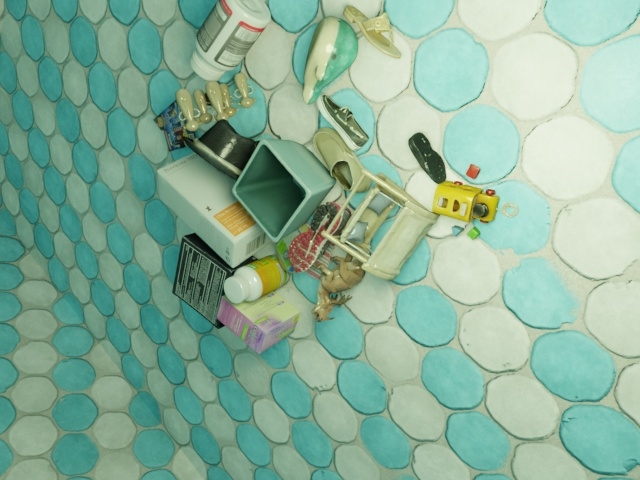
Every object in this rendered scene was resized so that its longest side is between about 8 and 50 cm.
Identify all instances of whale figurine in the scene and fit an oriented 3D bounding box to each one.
[{"bbox_3d":[0.026,-0.550,1.643,0.141,0.216,0.272,14,131,-14],"label":"whale figurine"}]

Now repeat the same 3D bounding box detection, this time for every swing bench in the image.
[{"bbox_3d":[0.188,-0.047,1.640,0.254,0.165,0.253,39,109,22],"label":"swing bench"}]

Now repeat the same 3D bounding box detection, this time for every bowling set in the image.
[{"bbox_3d":[-0.386,-0.504,1.982,0.286,0.200,0.154,-17,96,-5],"label":"bowling set"}]

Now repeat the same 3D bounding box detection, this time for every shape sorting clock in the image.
[{"bbox_3d":[-0.099,0.020,1.970,0.206,0.040,0.206,-3,87,49],"label":"shape sorting clock"}]

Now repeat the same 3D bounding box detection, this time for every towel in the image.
[{"bbox_3d":[-0.017,0.044,1.952,0.144,0.029,0.197,30,121,29],"label":"towel"}]

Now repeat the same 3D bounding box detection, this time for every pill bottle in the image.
[{"bbox_3d":[-0.327,-0.709,1.836,0.318,0.176,0.176,-39,81,38],"label":"pill bottle"},{"bbox_3d":[-0.247,0.151,2.019,0.136,0.245,0.137,13,113,33],"label":"pill bottle"}]

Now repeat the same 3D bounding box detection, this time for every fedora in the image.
[{"bbox_3d":[-0.330,-0.332,1.894,0.334,0.334,0.153,38,95,21],"label":"fedora"}]

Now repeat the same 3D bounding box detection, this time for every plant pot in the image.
[{"bbox_3d":[-0.095,-0.187,1.786,0.247,0.252,0.248,49,127,13],"label":"plant pot"}]

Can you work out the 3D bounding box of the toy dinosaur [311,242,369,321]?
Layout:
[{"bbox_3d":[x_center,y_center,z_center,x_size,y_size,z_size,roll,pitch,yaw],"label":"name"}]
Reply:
[{"bbox_3d":[0.077,0.140,1.853,0.295,0.127,0.200,-32,101,18],"label":"toy dinosaur"}]

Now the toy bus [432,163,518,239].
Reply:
[{"bbox_3d":[0.422,-0.102,1.516,0.202,0.104,0.191,-36,82,39],"label":"toy bus"}]

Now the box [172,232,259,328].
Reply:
[{"bbox_3d":[-0.441,0.151,2.207,0.294,0.182,0.296,32,120,24],"label":"box"}]

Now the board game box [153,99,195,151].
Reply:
[{"bbox_3d":[-0.607,-0.478,2.203,0.194,0.060,0.194,-4,103,39],"label":"board game box"}]

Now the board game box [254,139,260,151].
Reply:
[{"bbox_3d":[-0.268,-0.285,2.031,0.126,0.026,0.186,1,106,38],"label":"board game box"}]

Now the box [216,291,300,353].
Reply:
[{"bbox_3d":[-0.245,0.295,2.087,0.243,0.213,0.117,34,122,23],"label":"box"}]

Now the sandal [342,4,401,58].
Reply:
[{"bbox_3d":[0.162,-0.637,1.546,0.240,0.088,0.079,49,134,20],"label":"sandal"}]

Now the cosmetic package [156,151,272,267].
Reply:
[{"bbox_3d":[-0.396,-0.134,2.028,0.453,0.230,0.162,40,144,20],"label":"cosmetic package"}]

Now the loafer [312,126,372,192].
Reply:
[{"bbox_3d":[0.062,-0.266,1.743,0.268,0.092,0.102,50,128,13],"label":"loafer"}]

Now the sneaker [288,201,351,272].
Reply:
[{"bbox_3d":[0.000,0.000,1.829,0.299,0.112,0.121,-49,61,24],"label":"sneaker"}]

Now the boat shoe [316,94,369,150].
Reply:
[{"bbox_3d":[0.076,-0.395,1.705,0.219,0.077,0.070,51,129,2],"label":"boat shoe"}]

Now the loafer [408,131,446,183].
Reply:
[{"bbox_3d":[0.321,-0.244,1.586,0.170,0.062,0.061,61,169,-4],"label":"loafer"}]
